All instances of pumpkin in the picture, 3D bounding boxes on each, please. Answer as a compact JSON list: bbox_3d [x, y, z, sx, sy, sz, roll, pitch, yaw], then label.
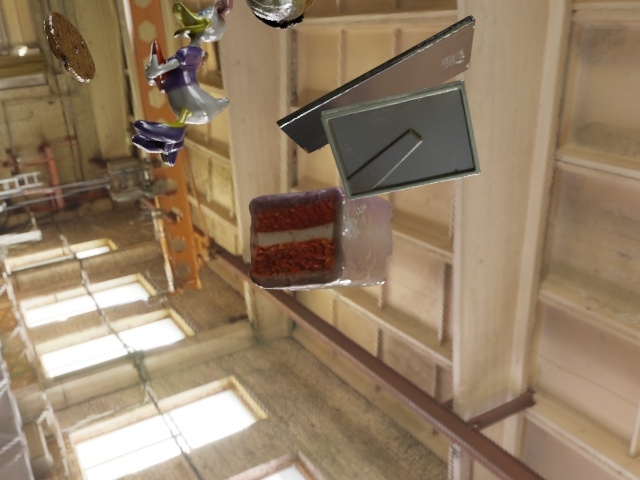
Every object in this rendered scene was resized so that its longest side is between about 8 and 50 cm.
[{"bbox_3d":[-0.099,-0.730,1.727,0.192,0.320,0.320,15,-52,10],"label":"pumpkin"}]

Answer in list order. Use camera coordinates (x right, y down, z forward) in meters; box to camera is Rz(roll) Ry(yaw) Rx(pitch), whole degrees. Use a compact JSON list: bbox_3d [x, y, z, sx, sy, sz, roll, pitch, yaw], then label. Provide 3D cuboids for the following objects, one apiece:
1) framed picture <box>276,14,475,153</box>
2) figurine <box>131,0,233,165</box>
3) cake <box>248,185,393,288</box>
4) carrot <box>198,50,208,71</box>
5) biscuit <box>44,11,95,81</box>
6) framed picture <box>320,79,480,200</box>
[{"bbox_3d":[0.102,-0.249,1.126,0.014,0.338,0.255,64,9,7],"label":"framed picture"},{"bbox_3d":[-0.286,-0.376,1.465,0.154,0.193,0.421,167,-68,-73],"label":"figurine"},{"bbox_3d":[0.000,0.000,1.593,0.308,0.230,0.237,-5,-96,39],"label":"cake"},{"bbox_3d":[-0.394,-0.525,2.051,0.035,0.165,0.036,24,-23,11],"label":"carrot"},{"bbox_3d":[-0.710,-0.546,1.878,0.212,0.036,0.212,-23,90,-81],"label":"biscuit"},{"bbox_3d":[0.116,-0.139,0.947,0.015,0.203,0.150,-82,156,-52],"label":"framed picture"}]
